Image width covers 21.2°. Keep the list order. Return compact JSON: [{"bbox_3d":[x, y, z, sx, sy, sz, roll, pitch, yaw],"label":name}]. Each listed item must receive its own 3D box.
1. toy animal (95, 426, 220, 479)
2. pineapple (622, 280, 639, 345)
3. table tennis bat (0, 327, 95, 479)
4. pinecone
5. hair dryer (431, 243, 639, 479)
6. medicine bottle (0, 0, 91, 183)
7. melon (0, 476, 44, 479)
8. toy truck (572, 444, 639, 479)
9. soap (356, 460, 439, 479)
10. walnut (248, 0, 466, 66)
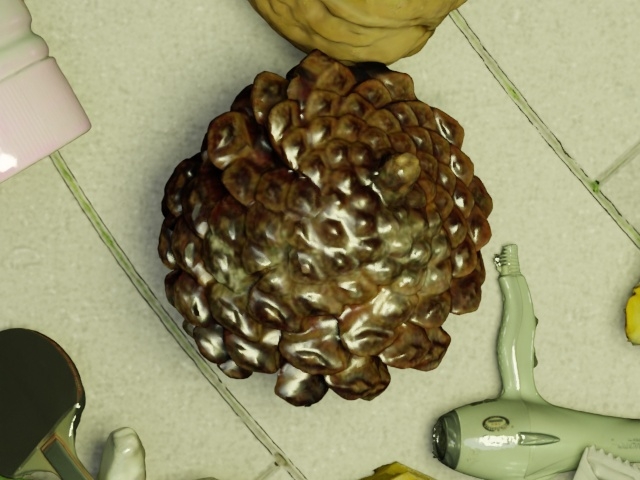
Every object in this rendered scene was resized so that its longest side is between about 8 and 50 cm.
[{"bbox_3d":[-0.118,0.369,1.570,0.188,0.308,0.266,8,127,-34],"label":"toy animal"},{"bbox_3d":[0.403,0.078,1.575,0.236,0.186,0.115,18,91,4],"label":"pineapple"},{"bbox_3d":[-0.264,0.172,1.585,0.130,0.019,0.220,-48,58,6],"label":"table tennis bat"},{"bbox_3d":[0.000,0.000,1.526,0.296,0.242,0.298,-34,91,25],"label":"pinecone"},{"bbox_3d":[0.236,0.143,1.642,0.219,0.088,0.225,22,77,-10],"label":"hair dryer"},{"bbox_3d":[-0.365,-0.188,1.523,0.202,0.202,0.316,-29,97,0],"label":"medicine bottle"},{"bbox_3d":[-0.330,0.387,1.603,0.196,0.124,0.324,3,97,0],"label":"melon"},{"bbox_3d":[0.259,0.339,1.560,0.136,0.111,0.286,25,79,-34],"label":"toy truck"},{"bbox_3d":[0.090,0.309,1.631,0.257,0.080,0.160,25,88,-4],"label":"soap"},{"bbox_3d":[0.019,-0.281,1.528,0.257,0.257,0.224,40,123,-4],"label":"walnut"}]
